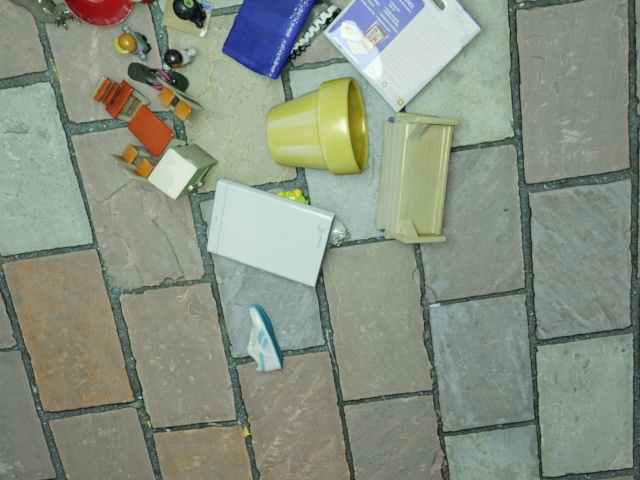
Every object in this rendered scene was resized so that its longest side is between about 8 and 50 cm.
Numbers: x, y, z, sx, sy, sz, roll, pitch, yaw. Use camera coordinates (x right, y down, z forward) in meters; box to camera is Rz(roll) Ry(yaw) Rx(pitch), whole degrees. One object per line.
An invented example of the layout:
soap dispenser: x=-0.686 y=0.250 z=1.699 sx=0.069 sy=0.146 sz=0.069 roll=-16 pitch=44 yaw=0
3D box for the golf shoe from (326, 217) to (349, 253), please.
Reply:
golf shoe: x=0.000 y=0.000 z=1.476 sx=0.176 sy=0.069 sz=0.086 roll=-33 pitch=75 yaw=8

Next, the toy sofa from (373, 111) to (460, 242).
toy sofa: x=0.273 y=-0.180 z=1.396 sx=0.150 sy=0.177 sz=0.363 roll=-3 pitch=103 yaw=-24

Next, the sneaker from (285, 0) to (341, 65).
sneaker: x=-0.061 y=-0.588 z=1.333 sx=0.234 sy=0.078 sz=0.106 roll=-42 pitch=93 yaw=8

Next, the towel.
towel: x=-0.122 y=-0.601 z=1.289 sx=0.227 sy=0.076 sz=0.308 roll=37 pitch=106 yaw=29

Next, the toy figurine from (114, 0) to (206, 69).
toy figurine: x=-0.428 y=-0.573 z=1.289 sx=0.212 sy=0.148 sz=0.210 roll=21 pitch=110 yaw=-5

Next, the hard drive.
hard drive: x=-0.152 y=-0.022 z=1.421 sx=0.352 sy=0.047 sz=0.233 roll=18 pitch=113 yaw=7

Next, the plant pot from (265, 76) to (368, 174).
plant pot: x=-0.009 y=-0.299 z=1.321 sx=0.238 sy=0.254 sz=0.254 roll=-4 pitch=103 yaw=18

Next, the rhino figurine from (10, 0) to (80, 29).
rhino figurine: x=-0.768 y=-0.664 z=1.324 sx=0.243 sy=0.073 sz=0.106 roll=33 pitch=97 yaw=-8

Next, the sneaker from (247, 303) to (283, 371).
sneaker: x=-0.192 y=0.314 z=1.526 sx=0.092 sy=0.087 sz=0.229 roll=-15 pitch=100 yaw=6

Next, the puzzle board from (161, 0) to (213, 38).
puzzle board: x=-0.374 y=-0.637 z=1.356 sx=0.128 sy=0.011 sz=0.097 roll=17 pitch=101 yaw=-4

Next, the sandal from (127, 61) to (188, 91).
sandal: x=-0.469 y=-0.463 z=1.379 sx=0.179 sy=0.040 sz=0.067 roll=15 pitch=102 yaw=-3

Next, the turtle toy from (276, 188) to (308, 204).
turtle toy: x=-0.101 y=-0.107 z=1.440 sx=0.130 sy=0.066 sz=0.095 roll=-8 pitch=108 yaw=3

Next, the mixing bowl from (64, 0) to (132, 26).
mixing bowl: x=-0.602 y=-0.680 z=1.287 sx=0.181 sy=0.098 sz=0.182 roll=-21 pitch=135 yaw=-22

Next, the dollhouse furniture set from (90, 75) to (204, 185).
dollhouse furniture set: x=-0.492 y=-0.327 z=1.308 sx=0.259 sy=0.135 sz=0.262 roll=42 pitch=101 yaw=23

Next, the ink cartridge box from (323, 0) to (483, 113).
ink cartridge box: x=0.219 y=-0.568 z=1.313 sx=0.307 sy=0.072 sz=0.303 roll=-43 pitch=99 yaw=16

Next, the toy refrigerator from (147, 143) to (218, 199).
toy refrigerator: x=-0.365 y=-0.192 z=1.321 sx=0.094 sy=0.269 sz=0.102 roll=37 pitch=100 yaw=-9
